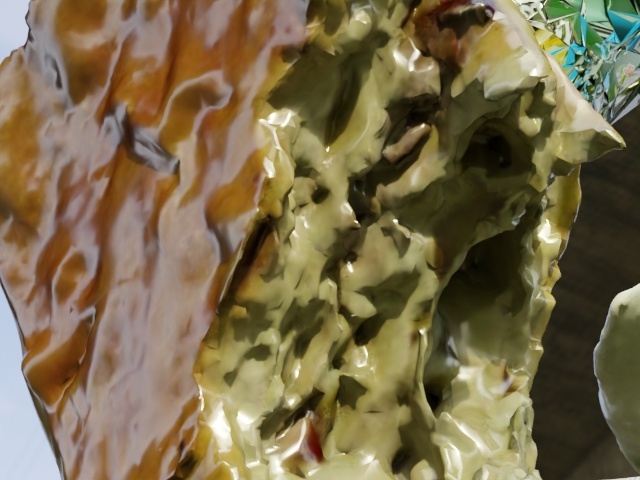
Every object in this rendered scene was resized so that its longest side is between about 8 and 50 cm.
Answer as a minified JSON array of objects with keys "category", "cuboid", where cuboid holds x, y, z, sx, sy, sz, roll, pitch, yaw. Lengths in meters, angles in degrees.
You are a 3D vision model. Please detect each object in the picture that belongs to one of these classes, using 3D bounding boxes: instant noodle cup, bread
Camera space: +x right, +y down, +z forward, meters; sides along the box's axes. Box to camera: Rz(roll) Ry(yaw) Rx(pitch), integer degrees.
[{"category":"instant noodle cup","cuboid":[0.119,-0.120,1.099,0.240,0.178,0.240,29,-28,17]},{"category":"bread","cuboid":[0.000,0.000,0.652,0.191,0.370,0.314,13,-53,-44]}]

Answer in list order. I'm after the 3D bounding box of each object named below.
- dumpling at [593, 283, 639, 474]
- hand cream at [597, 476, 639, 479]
[{"category":"dumpling","cuboid":[0.228,0.097,0.692,0.228,0.124,0.151,25,-61,0]},{"category":"hand cream","cuboid":[0.332,0.255,1.406,0.235,0.086,0.055,-8,-52,25]}]
